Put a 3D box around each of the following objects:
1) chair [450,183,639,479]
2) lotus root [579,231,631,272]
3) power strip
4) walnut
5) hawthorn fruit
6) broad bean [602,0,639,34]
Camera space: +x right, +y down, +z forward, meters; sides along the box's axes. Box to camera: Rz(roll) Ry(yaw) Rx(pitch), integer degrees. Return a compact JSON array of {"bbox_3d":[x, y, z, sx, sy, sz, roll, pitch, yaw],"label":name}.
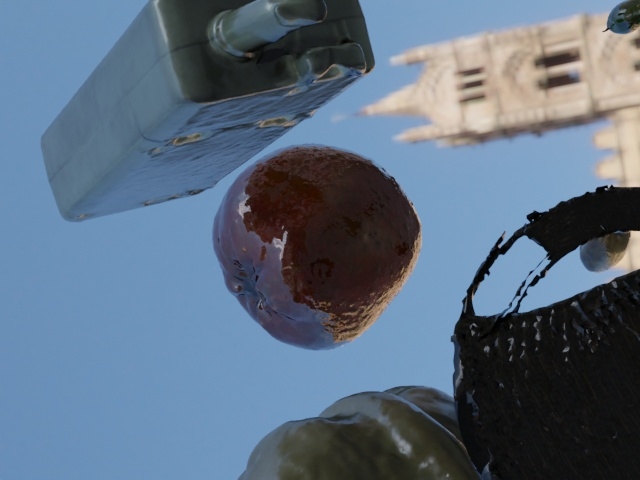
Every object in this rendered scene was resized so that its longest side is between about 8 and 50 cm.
[{"bbox_3d":[0.174,0.046,0.651,0.149,0.213,0.174,-9,-104,-58],"label":"chair"},{"bbox_3d":[0.376,0.003,2.024,0.152,0.063,0.072,102,164,-71],"label":"lotus root"},{"bbox_3d":[-0.052,-0.066,0.689,0.093,0.288,0.053,-13,-97,-25],"label":"power strip"},{"bbox_3d":[0.068,0.270,1.388,0.282,0.277,0.253,-28,-32,-17],"label":"walnut"},{"bbox_3d":[0.000,0.000,2.008,0.300,0.275,0.275,-33,-71,-48],"label":"hawthorn fruit"},{"bbox_3d":[0.455,-0.331,1.933,0.052,0.256,0.052,-8,-112,-42],"label":"broad bean"}]
